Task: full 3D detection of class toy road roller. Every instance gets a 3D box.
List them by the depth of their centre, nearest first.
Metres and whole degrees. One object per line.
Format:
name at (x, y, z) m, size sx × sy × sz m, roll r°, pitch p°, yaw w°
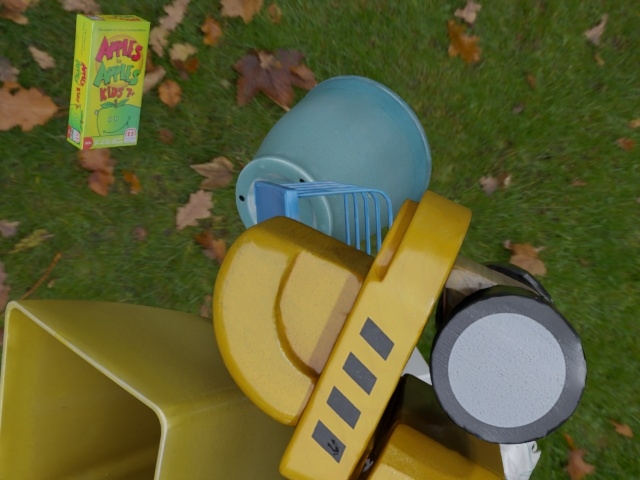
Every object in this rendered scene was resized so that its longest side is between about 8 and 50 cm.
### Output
toy road roller at (0.021, 0.119, 0.680) m, size 0.241 × 0.202 × 0.329 m, roll 26°, pitch 98°, yaw 5°

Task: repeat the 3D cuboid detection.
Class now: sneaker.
sneaker at (0.212, 0.244, 1.024) m, size 0.061 × 0.152 × 0.054 m, roll -40°, pitch 62°, yaw -11°

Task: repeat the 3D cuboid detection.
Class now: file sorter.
file sorter at (0.000, 0.000, 0.956) m, size 0.105 × 0.170 × 0.118 m, roll -4°, pitch 97°, yaw -14°

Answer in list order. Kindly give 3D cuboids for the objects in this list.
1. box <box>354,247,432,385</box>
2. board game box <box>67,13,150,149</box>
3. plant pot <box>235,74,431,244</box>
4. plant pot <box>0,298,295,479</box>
box at (0.021, 0.188, 1.261) m, size 0.168 × 0.345 × 0.215 m, roll -10°, pitch 118°, yaw -10°
board game box at (-0.298, -0.222, 1.326) m, size 0.043 × 0.092 × 0.181 m, roll 31°, pitch 120°, yaw 39°
plant pot at (0.003, -0.099, 1.546) m, size 0.272 × 0.255 × 0.271 m, roll 19°, pitch 127°, yaw 27°
plant pot at (-0.134, 0.168, 0.795) m, size 0.212 × 0.187 × 0.212 m, roll 25°, pitch 114°, yaw 38°
